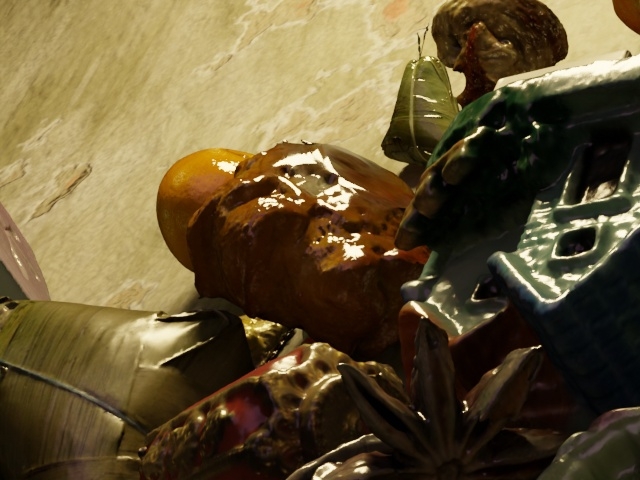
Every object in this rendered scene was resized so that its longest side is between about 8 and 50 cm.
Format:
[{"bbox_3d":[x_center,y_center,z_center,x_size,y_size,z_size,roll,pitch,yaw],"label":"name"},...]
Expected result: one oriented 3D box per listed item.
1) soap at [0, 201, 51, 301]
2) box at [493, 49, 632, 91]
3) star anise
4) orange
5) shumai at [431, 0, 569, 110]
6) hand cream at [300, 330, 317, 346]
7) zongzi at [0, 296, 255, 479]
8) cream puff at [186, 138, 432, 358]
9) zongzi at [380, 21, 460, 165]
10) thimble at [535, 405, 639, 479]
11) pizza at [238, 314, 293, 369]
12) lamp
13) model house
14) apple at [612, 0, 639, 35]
[{"bbox_3d":[-0.417,-0.020,2.160,0.107,0.296,0.285,-32,29,0],"label":"soap"},{"bbox_3d":[0.215,-0.082,1.865,0.149,0.067,0.233,-14,32,34],"label":"box"},{"bbox_3d":[0.069,0.156,1.353,0.231,0.209,0.089,10,4,-5],"label":"star anise"},{"bbox_3d":[-0.093,-0.023,2.006,0.159,0.159,0.136,24,100,58],"label":"orange"},{"bbox_3d":[0.189,-0.201,2.040,0.139,0.123,0.105,-13,41,7],"label":"shumai"},{"bbox_3d":[0.010,0.140,1.747,0.052,0.038,0.216,-53,26,19],"label":"hand cream"},{"bbox_3d":[-0.256,0.213,1.740,0.323,0.160,0.360,1,48,27],"label":"zongzi"},{"bbox_3d":[0.000,0.000,1.790,0.269,0.241,0.155,-87,15,-74],"label":"cream puff"},{"bbox_3d":[0.137,-0.149,2.019,0.130,0.062,0.154,4,72,43],"label":"zongzi"},{"bbox_3d":[0.227,0.214,1.271,0.185,0.149,0.211,-2,39,41],"label":"thimble"},{"bbox_3d":[-0.100,0.113,1.894,0.160,0.036,0.099,-25,28,13],"label":"pizza"},{"bbox_3d":[-0.036,0.181,1.513,0.274,0.177,0.177,-30,18,52],"label":"lamp"},{"bbox_3d":[0.173,0.067,1.489,0.295,0.252,0.329,-8,41,36],"label":"model house"},{"bbox_3d":[0.366,-0.286,1.960,0.163,0.147,0.146,-18,29,28],"label":"apple"}]
